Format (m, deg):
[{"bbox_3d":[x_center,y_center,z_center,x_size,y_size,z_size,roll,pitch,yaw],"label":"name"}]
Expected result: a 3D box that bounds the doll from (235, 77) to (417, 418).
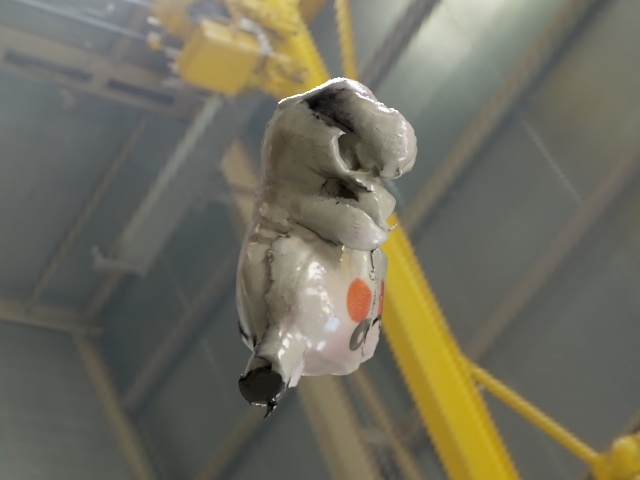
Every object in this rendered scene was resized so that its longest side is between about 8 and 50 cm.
[{"bbox_3d":[0.000,0.000,0.994,0.149,0.095,0.192,-68,172,-83],"label":"doll"}]
